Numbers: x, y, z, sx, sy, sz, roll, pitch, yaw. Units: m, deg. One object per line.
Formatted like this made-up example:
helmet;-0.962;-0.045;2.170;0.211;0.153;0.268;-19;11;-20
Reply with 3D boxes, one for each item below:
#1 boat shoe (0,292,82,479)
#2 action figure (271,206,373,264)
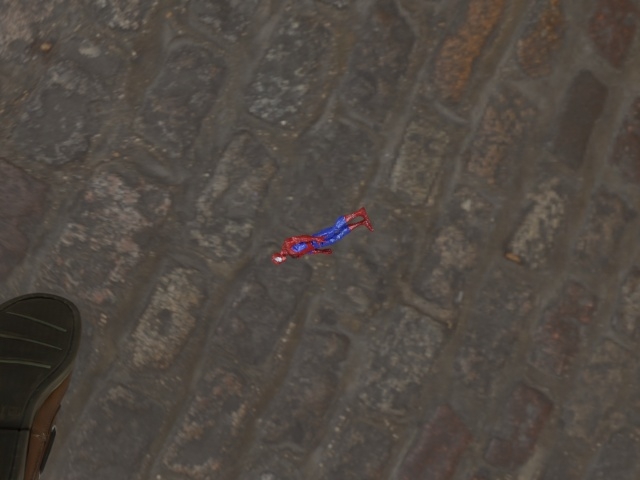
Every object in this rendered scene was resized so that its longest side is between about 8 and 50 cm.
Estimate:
boat shoe;-0.313;0.175;0.862;0.110;0.307;0.104;13;124;-4
action figure;0.000;0.000;0.964;0.115;0.038;0.030;-21;63;5
